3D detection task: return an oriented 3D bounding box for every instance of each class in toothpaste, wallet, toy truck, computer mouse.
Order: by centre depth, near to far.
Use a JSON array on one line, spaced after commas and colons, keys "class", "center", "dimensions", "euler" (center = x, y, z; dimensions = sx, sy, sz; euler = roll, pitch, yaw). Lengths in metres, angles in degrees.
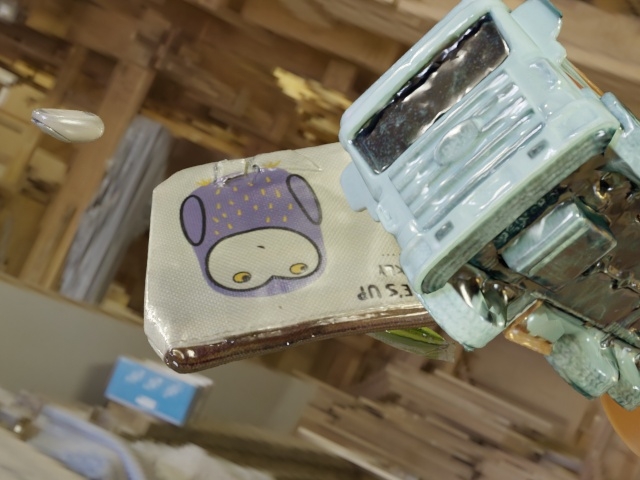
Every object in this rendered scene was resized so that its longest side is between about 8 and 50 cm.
[{"class": "toy truck", "center": [0.137, -0.021, 0.675], "dimensions": [0.305, 0.136, 0.162], "euler": [24, 29, -52]}, {"class": "wallet", "center": [0.000, 0.003, 1.093], "dimensions": [0.335, 0.068, 0.275], "euler": [-9, 38, -11]}, {"class": "toothpaste", "center": [0.040, 0.083, 1.410], "dimensions": [0.248, 0.047, 0.078], "euler": [22, -18, 13]}, {"class": "computer mouse", "center": [-0.331, -0.148, 1.608], "dimensions": [0.096, 0.039, 0.066], "euler": [1, 15, -33]}]

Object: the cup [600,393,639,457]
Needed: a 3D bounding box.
[{"class": "cup", "center": [0.425, 0.125, 1.208], "dimensions": [0.226, 0.182, 0.264], "euler": [24, -31, -10]}]
